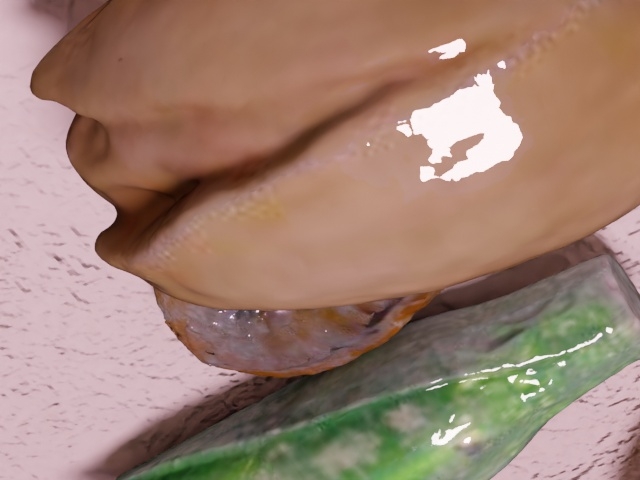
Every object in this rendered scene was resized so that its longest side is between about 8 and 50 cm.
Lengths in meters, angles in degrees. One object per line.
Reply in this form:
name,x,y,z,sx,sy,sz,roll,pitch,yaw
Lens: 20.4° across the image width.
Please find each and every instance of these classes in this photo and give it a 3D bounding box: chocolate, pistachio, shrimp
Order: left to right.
shrimp,0.001,0.003,0.802,0.132,0.052,0.187,29,125,-36
chocolate,0.029,0.099,0.878,0.291,0.110,0.110,-31,134,14
pistachio,0.042,-0.067,0.667,0.293,0.181,0.162,-23,95,4
